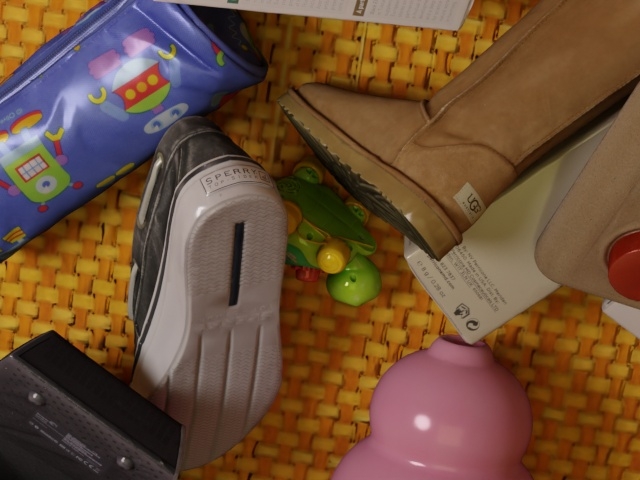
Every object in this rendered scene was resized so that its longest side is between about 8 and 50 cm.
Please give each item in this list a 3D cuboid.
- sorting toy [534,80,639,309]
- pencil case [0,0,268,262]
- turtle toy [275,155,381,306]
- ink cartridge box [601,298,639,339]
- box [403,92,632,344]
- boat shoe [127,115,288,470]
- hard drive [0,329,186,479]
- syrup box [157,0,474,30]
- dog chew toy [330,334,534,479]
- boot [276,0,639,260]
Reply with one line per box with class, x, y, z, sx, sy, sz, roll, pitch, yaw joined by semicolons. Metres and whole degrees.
sorting toy;0.301;-0.028;1.061;0.229;0.041;0.307;21;139;-4
pencil case;-0.189;-0.100;1.220;0.306;0.119;0.133;-34;125;13
turtle toy;0.000;0.000;1.259;0.130;0.095;0.066;39;126;-8
ink cartridge box;0.408;0.059;1.191;0.296;0.066;0.261;36;137;-7
box;0.200;-0.042;1.214;0.275;0.113;0.094;-34;102;15
boat shoe;-0.093;0.046;1.254;0.121;0.119;0.335;-5;135;-23
hard drive;-0.207;0.163;1.269;0.172;0.054;0.255;37;147;-6
syrup box;-0.004;-0.226;1.140;0.237;0.093;0.096;5;142;-12
dog chew toy;0.087;0.240;1.271;0.207;0.206;0.332;8;99;2
boot;0.127;-0.125;1.192;0.269;0.236;0.089;-42;136;-6
